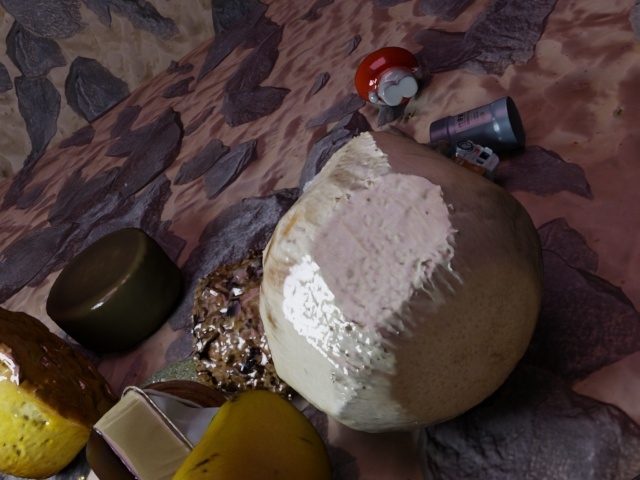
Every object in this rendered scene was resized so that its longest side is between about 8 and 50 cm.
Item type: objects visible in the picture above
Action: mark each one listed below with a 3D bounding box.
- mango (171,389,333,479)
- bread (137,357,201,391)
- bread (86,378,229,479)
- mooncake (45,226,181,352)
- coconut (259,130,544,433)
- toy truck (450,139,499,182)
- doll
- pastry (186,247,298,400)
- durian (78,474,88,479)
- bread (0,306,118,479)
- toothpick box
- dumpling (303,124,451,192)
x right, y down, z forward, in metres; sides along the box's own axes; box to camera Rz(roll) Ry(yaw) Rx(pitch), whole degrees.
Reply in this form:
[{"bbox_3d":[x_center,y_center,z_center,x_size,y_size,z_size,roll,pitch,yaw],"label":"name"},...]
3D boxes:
[{"bbox_3d":[-0.089,0.331,0.972,0.317,0.211,0.173,-72,8,-46],"label":"mango"},{"bbox_3d":[-0.273,0.309,1.350,0.267,0.040,0.267,-25,32,17],"label":"bread"},{"bbox_3d":[-0.215,0.311,1.130,0.224,0.142,0.212,40,37,23],"label":"bread"},{"bbox_3d":[-0.451,0.114,1.689,0.285,0.155,0.284,-23,33,16],"label":"mooncake"},{"bbox_3d":[0.087,0.055,1.046,0.416,0.344,0.415,-22,35,16],"label":"coconut"},{"bbox_3d":[0.257,-0.094,1.329,0.115,0.080,0.177,24,48,21],"label":"toy truck"},{"bbox_3d":[0.160,-0.394,1.822,0.161,0.129,0.290,-31,25,7],"label":"doll"},{"bbox_3d":[-0.092,0.151,1.275,0.275,0.193,0.274,-9,58,14],"label":"pastry"},{"bbox_3d":[-0.297,0.448,1.067,0.137,0.194,0.237,-56,16,14],"label":"durian"},{"bbox_3d":[-0.568,0.265,1.411,0.215,0.398,0.398,-53,32,-6],"label":"bread"},{"bbox_3d":[0.295,-0.200,1.438,0.153,0.101,0.101,-16,35,28],"label":"toothpick box"},{"bbox_3d":[0.102,-0.108,1.399,0.293,0.163,0.204,-17,19,27],"label":"dumpling"}]
